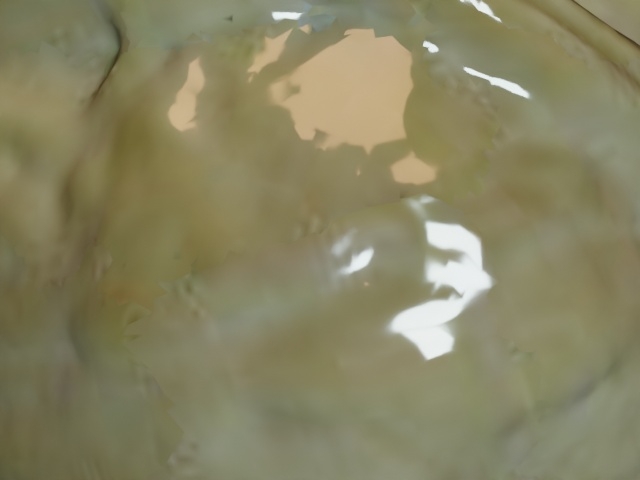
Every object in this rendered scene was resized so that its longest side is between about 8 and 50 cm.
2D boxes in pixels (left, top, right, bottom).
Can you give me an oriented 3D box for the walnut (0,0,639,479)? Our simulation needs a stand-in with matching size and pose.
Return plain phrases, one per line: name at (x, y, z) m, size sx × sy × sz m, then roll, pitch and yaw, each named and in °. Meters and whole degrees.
walnut at (0.000, 0.000, 0.819) m, size 0.381 × 0.381 × 0.381 m, roll -9°, pitch 15°, yaw 2°
